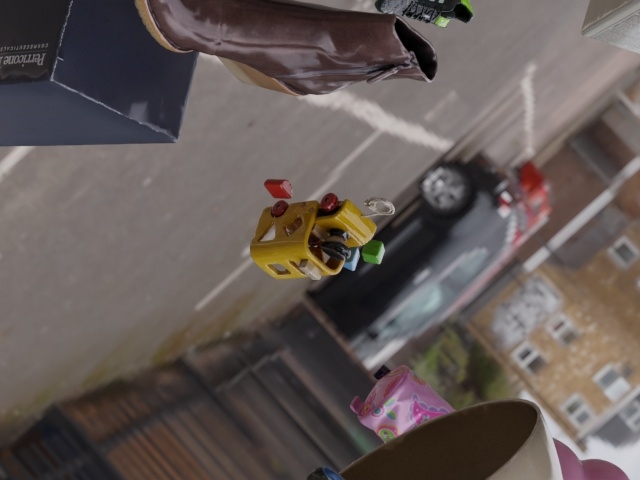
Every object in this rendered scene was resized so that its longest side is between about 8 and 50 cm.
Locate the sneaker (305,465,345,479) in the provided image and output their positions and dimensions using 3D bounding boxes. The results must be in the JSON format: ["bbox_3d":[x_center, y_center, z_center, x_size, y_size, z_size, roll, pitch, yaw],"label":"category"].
[{"bbox_3d":[0.042,0.271,1.385,0.063,0.162,0.073,-25,-151,34],"label":"sneaker"}]

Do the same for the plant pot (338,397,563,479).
[{"bbox_3d":[0.133,0.311,1.414,0.284,0.191,0.284,-28,-174,3],"label":"plant pot"}]

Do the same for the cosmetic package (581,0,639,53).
[{"bbox_3d":[0.480,-0.343,1.958,0.296,0.153,0.129,-178,-75,-84],"label":"cosmetic package"}]

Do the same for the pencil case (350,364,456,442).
[{"bbox_3d":[0.182,0.322,2.231,0.124,0.284,0.124,-45,-172,8],"label":"pencil case"}]

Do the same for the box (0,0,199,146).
[{"bbox_3d":[-0.289,-0.272,1.499,0.343,0.179,0.312,3,-106,41],"label":"box"}]

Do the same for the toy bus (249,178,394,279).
[{"bbox_3d":[-0.005,0.004,2.069,0.202,0.191,0.104,99,10,-64],"label":"toy bus"}]

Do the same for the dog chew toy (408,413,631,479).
[{"bbox_3d":[0.257,0.337,1.855,0.206,0.332,0.206,-174,-90,-85],"label":"dog chew toy"}]

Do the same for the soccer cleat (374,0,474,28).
[{"bbox_3d":[0.162,-0.359,2.171,0.179,0.072,0.060,-10,153,-37],"label":"soccer cleat"}]

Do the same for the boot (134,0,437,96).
[{"bbox_3d":[-0.027,-0.199,1.264,0.248,0.207,0.090,31,64,-58],"label":"boot"}]
